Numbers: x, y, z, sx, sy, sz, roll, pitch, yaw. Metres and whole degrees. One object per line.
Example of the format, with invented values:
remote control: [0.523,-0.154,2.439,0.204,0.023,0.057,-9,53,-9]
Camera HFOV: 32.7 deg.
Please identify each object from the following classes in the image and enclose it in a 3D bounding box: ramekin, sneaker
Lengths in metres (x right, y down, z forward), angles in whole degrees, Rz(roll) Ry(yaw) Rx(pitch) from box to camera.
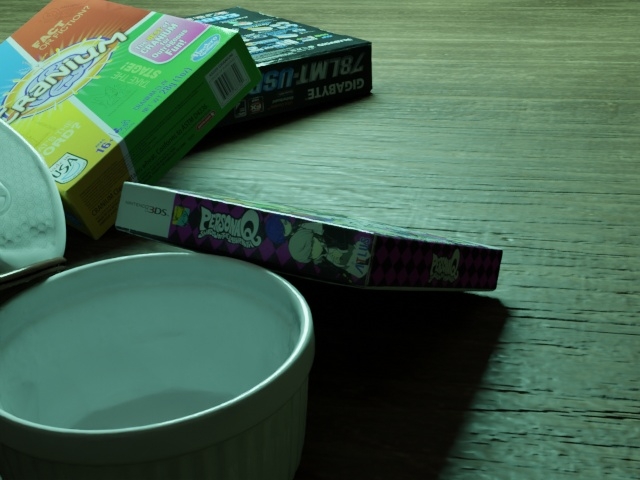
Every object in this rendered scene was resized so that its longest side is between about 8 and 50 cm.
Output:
ramekin: [-0.104,0.100,0.667,0.207,0.109,0.207,-3,27,1]
sneaker: [-0.338,-0.045,1.013,0.104,0.147,0.296,-28,66,-38]

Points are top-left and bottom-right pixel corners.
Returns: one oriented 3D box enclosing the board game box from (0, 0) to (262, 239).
board game box: [-0.251,-0.144,1.133,0.316,0.064,0.242,21,60,41]

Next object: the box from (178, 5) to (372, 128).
box: [-0.137,-0.218,1.355,0.295,0.073,0.293,-19,28,-35]

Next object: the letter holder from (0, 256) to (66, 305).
letter holder: [-0.326,0.019,0.643,0.214,0.152,0.302,-25,1,24]

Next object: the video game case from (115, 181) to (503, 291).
video game case: [0.000,0.000,0.824,0.210,0.042,0.232,12,3,30]
